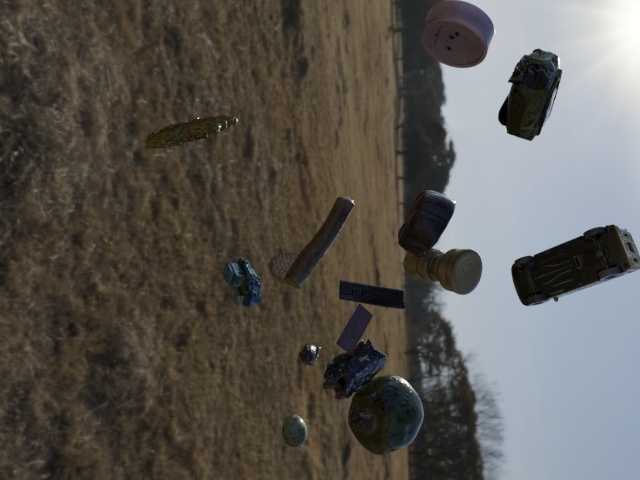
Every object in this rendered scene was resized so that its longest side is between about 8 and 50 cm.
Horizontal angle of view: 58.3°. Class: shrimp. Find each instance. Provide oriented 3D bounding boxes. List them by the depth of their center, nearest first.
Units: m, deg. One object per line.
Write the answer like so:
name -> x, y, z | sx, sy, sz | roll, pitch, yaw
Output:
shrimp -> -0.038, 0.389, 1.952 | 0.190, 0.074, 0.073 | 117, -20, -78

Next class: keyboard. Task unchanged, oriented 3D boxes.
keyboard -> 0.189, 0.200, 2.098 | 0.017, 0.250, 0.087 | 113, -16, -50

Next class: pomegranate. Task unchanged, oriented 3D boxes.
pomegranate -> 0.198, 0.562, 1.848 | 0.270, 0.254, 0.255 | -4, 93, -47

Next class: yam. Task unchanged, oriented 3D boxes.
yam -> 0.000, 0.000, 1.910 | 0.357, 0.081, 0.081 | -58, 161, -12

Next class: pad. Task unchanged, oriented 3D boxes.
pad -> 0.137, 0.355, 2.297 | 0.113, 0.006, 0.188 | 43, 72, -38

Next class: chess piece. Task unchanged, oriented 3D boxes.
chess piece -> 0.432, 0.100, 2.124 | 0.299, 0.166, 0.167 | 8, -78, 56

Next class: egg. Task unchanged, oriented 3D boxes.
egg -> -0.087, 0.631, 1.909 | 0.110, 0.085, 0.085 | -99, 180, -54

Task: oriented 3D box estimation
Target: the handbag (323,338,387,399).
handbag -> 0.083, 0.360, 1.583 | 0.113, 0.162, 0.260 | 47, -18, 12

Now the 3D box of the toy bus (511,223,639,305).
toy bus -> 0.718, 0.079, 1.633 | 0.152, 0.330, 0.144 | 6, 64, -40

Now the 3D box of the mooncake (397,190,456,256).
mooncake -> 0.371, -0.063, 2.033 | 0.245, 0.133, 0.245 | -155, -90, -89

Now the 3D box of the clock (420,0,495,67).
clock -> 0.380, -0.571, 1.599 | 0.068, 0.196, 0.197 | -64, 162, -15

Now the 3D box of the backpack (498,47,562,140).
backpack -> 0.603, -0.427, 1.641 | 0.207, 0.139, 0.253 | 85, 29, -53

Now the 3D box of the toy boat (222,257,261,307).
toy boat -> -0.280, 0.155, 2.042 | 0.109, 0.098, 0.238 | -63, -145, 25

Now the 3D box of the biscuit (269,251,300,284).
biscuit -> -0.141, 0.109, 2.403 | 0.224, 0.144, 0.033 | -52, 157, -55

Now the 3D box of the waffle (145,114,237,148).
waffle -> -0.399, -0.337, 1.766 | 0.291, 0.290, 0.051 | -71, 150, -64
